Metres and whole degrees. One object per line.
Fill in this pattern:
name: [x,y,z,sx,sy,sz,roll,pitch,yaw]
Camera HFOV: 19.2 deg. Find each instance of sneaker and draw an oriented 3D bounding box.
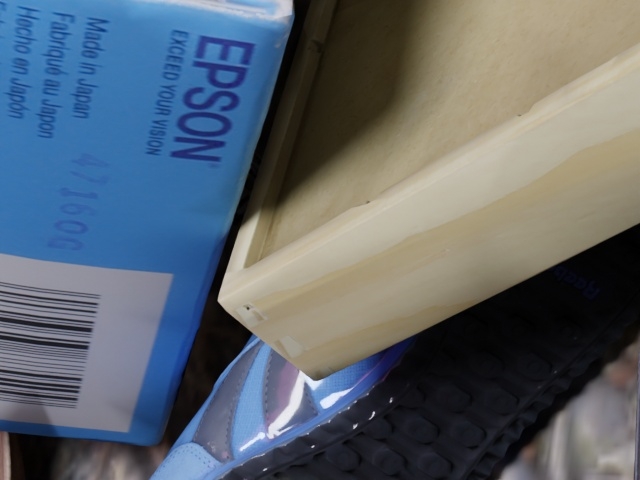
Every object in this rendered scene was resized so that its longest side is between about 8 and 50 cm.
sneaker: [0.012,0.034,0.534,0.209,0.069,0.082,-47,32,14]

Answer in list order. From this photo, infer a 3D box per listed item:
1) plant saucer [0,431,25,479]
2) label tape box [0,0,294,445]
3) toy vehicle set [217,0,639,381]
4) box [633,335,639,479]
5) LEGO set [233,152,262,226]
plant saucer: [-0.165,0.118,0.672,0.199,0.036,0.198,-20,57,35]
label tape box: [-0.061,-0.147,0.560,0.249,0.115,0.347,111,169,-61]
toy vehicle set: [0.069,-0.103,0.492,0.166,0.035,0.266,-29,33,40]
box: [0.195,0.053,0.340,0.293,0.073,0.295,-15,58,40]
LEGO set: [-0.001,0.002,0.593,0.054,0.023,0.083,-30,64,32]
